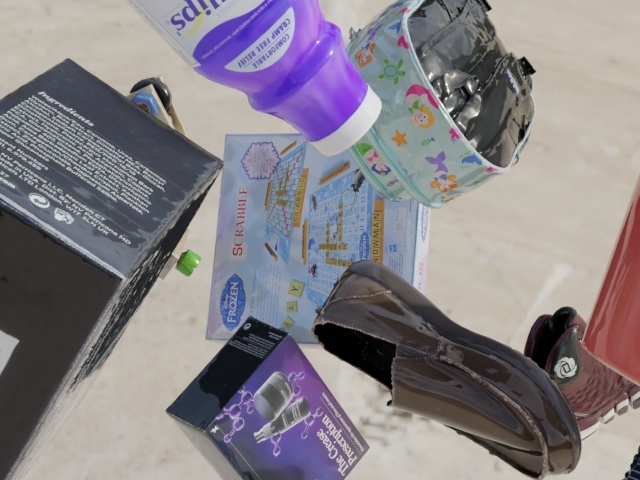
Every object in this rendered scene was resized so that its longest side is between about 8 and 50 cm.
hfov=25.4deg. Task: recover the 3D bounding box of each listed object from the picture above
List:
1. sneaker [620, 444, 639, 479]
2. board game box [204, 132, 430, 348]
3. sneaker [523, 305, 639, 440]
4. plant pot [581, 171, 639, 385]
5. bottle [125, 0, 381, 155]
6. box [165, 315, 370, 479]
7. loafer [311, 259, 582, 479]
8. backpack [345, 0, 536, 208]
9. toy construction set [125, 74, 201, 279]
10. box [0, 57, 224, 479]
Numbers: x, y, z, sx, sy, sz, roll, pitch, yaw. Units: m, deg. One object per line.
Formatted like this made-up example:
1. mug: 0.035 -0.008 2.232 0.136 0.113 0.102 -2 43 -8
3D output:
1. sneaker: 0.387 0.271 1.632 0.090 0.232 0.081 58 11 29
2. board game box: 0.000 0.000 2.079 0.318 0.318 0.066 2 -11 21
3. sneaker: 0.363 0.131 1.784 0.281 0.162 0.106 -32 28 -16
4. plant pot: 0.407 0.048 1.452 0.275 0.243 0.275 28 6 -3
5. bottle: -0.066 -0.182 1.098 0.118 0.283 0.092 -39 25 11
6. box: -0.069 0.266 1.999 0.184 0.261 0.103 -47 37 -18
7. loafer: 0.133 0.170 1.636 0.366 0.134 0.130 33 53 29
8. backpack: 0.117 -0.152 1.554 0.191 0.225 0.253 -30 13 22
9. toy construction set: -0.223 -0.070 1.932 0.237 0.257 0.309 43 -11 -7
10. box: -0.131 0.024 0.606 0.093 0.156 0.158 32 22 -2
